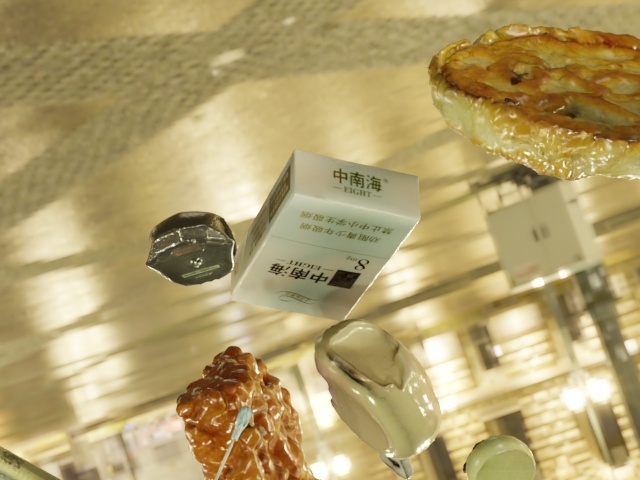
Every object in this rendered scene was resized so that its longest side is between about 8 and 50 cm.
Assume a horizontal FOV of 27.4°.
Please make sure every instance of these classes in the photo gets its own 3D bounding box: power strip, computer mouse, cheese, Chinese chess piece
[{"bbox_3d":[-0.461,0.353,1.964,0.034,0.268,0.092,-54,166,-40],"label":"power strip"},{"bbox_3d":[-0.143,0.005,1.454,0.099,0.057,0.172,-18,161,0],"label":"computer mouse"},{"bbox_3d":[0.073,0.206,1.556,0.082,0.163,0.286,-40,150,-19],"label":"cheese"},{"bbox_3d":[0.212,0.270,1.551,0.084,0.084,0.034,-18,-151,-7],"label":"Chinese chess piece"}]

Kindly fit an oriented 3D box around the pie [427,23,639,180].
[{"bbox_3d":[0.273,-0.146,1.415,0.315,0.092,0.315,5,-150,-3],"label":"pie"}]

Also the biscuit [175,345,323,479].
[{"bbox_3d":[-0.076,0.301,1.732,0.111,0.312,0.318,-21,-174,10],"label":"biscuit"}]

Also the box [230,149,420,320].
[{"bbox_3d":[0.000,0.000,1.533,0.155,0.067,0.243,13,144,-17],"label":"box"}]

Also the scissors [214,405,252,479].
[{"bbox_3d":[-0.088,0.204,1.306,0.006,0.083,0.036,22,170,14],"label":"scissors"}]
